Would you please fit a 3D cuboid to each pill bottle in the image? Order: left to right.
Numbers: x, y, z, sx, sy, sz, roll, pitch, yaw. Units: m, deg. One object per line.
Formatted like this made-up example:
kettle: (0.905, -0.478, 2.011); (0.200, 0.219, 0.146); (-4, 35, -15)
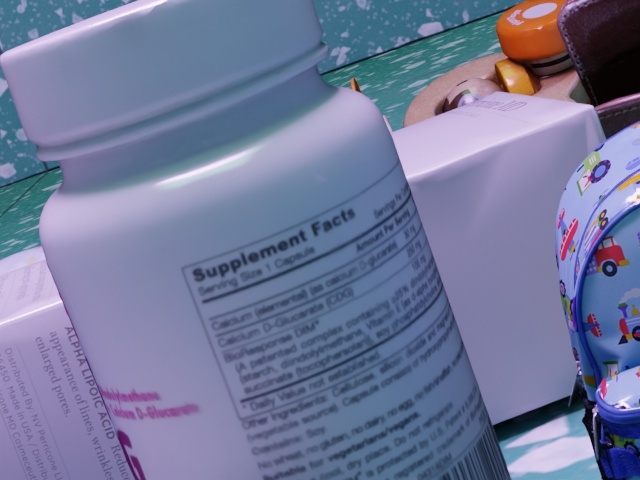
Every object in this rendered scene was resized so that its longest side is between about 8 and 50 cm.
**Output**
pill bottle: (-0.027, 0.028, 0.681); (0.160, 0.283, 0.160); (-19, 11, 4)

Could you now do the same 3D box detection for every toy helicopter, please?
toy helicopter: (0.109, -0.075, 1.329); (0.235, 0.140, 0.355); (-6, 29, 27)

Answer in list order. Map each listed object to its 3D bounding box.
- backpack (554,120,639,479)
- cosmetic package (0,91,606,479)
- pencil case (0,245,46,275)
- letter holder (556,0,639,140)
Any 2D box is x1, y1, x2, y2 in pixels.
backpack: (0.170, 0.035, 0.598); (0.158, 0.173, 0.117); (-15, 12, 18)
cosmetic package: (-0.021, 0.048, 0.896); (0.385, 0.156, 0.217); (-22, 10, -7)
pencil case: (-0.193, 0.046, 1.295); (0.273, 0.113, 0.124); (-16, 7, 16)
letter holder: (0.289, -0.128, 0.888); (0.301, 0.214, 0.152); (-8, 41, 29)
